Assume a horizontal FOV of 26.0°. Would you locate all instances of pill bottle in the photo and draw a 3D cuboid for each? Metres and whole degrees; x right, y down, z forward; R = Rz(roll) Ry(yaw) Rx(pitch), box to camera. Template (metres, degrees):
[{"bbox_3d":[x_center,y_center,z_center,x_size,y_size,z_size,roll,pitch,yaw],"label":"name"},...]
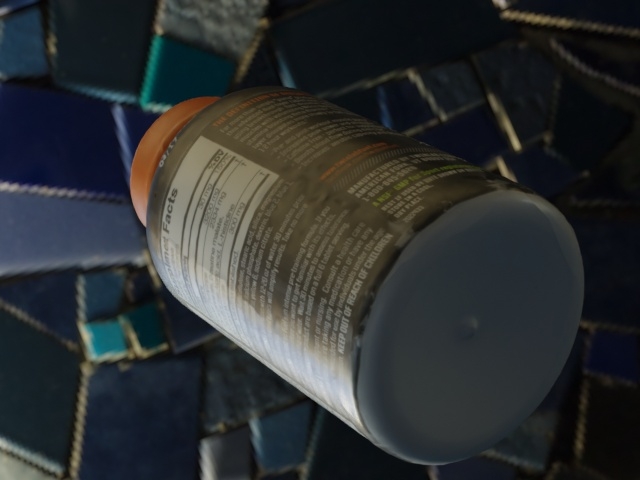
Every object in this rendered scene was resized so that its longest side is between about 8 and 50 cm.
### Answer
[{"bbox_3d":[0.000,0.000,0.678,0.130,0.130,0.245,-21,-149,-29],"label":"pill bottle"}]
